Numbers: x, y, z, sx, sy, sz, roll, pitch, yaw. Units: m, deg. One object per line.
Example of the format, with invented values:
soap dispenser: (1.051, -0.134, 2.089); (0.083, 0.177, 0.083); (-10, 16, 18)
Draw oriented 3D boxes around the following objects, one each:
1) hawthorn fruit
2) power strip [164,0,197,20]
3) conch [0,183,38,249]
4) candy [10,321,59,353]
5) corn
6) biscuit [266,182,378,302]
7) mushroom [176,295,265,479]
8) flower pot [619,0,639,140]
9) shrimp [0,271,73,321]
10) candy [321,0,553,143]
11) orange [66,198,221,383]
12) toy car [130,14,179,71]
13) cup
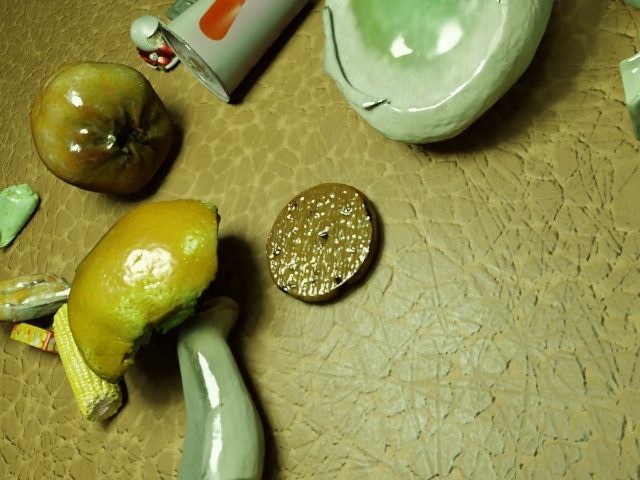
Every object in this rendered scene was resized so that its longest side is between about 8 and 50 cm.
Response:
hawthorn fruit: (-0.465, -0.235, 1.213); (0.300, 0.267, 0.268); (24, 80, 45)
power strip: (-0.253, -0.609, 1.376); (0.257, 0.092, 0.251); (-48, 52, -1)
conch: (-0.745, -0.064, 1.408); (0.105, 0.079, 0.170); (29, 90, 52)
candy: (-0.556, 0.196, 1.172); (0.121, 0.062, 0.038); (7, 73, 32)
corn: (-0.432, 0.214, 1.080); (0.081, 0.081, 0.248); (-43, 54, 5)
biscuit: (0.000, 0.000, 0.965); (0.212, 0.036, 0.212); (-13, 59, 23)
mushroom: (-0.170, 0.242, 0.892); (0.159, 0.122, 0.329); (-18, 58, 11)
flower pot: (0.513, -0.297, 0.740); (0.254, 0.164, 0.368); (-9, 64, 32)
shrimp: (-0.576, 0.104, 1.216); (0.316, 0.062, 0.164); (-8, 30, 8)
candy: (0.183, -0.350, 0.939); (0.386, 0.186, 0.427); (-11, 64, 35)
orange: (-0.289, 0.068, 0.961); (0.334, 0.196, 0.263); (-39, 35, 16)
toy car: (-0.395, -0.476, 1.381); (0.139, 0.112, 0.112); (21, 79, 35)
cup: (-0.161, -0.455, 1.203); (0.288, 0.203, 0.203); (-46, 53, -5)
